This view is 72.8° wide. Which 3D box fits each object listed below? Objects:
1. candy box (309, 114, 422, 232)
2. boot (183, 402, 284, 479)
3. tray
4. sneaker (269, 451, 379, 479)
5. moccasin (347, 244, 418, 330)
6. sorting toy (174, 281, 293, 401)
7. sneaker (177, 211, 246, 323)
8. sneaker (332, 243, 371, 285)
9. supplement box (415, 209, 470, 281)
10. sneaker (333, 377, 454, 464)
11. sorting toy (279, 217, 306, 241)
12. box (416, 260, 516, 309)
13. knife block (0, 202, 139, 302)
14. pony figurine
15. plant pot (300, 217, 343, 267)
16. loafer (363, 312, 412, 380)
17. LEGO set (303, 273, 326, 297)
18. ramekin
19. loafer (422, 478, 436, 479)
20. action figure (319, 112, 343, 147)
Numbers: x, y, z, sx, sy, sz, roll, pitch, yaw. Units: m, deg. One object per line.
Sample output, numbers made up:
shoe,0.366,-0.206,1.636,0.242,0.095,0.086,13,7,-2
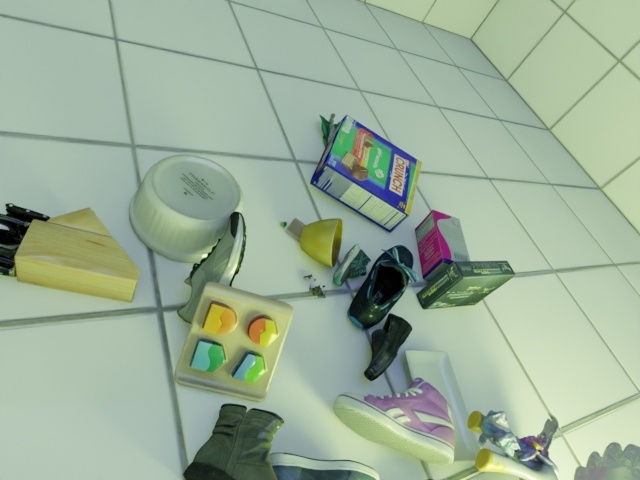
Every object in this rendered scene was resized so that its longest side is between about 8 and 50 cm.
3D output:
candy box,0.159,-0.221,1.428,0.317,0.122,0.268,30,51,-13
boot,-0.101,0.373,0.754,0.247,0.083,0.161,10,42,20
tray,0.292,0.402,1.069,0.145,0.030,0.270,9,50,-24
sneaker,0.005,0.482,0.775,0.226,0.086,0.163,12,39,-13
moccasin,0.198,0.115,1.196,0.138,0.117,0.342,36,43,0
sorting toy,-0.170,0.207,0.878,0.193,0.038,0.208,19,82,-16
sneaker,-0.229,0.058,0.945,0.108,0.100,0.271,17,74,-5
sneaker,0.094,0.077,1.209,0.076,0.065,0.166,40,45,-1
supplement box,0.391,0.024,1.398,0.111,0.114,0.220,18,47,-17
sneaker,0.166,0.367,0.965,0.282,0.102,0.161,27,47,-9
sorting toy,-0.075,-0.036,1.236,0.083,0.012,0.062,35,48,-5
box,0.426,0.131,1.276,0.233,0.183,0.059,1,53,-32
knife block,-0.528,0.043,0.837,0.275,0.088,0.242,47,45,12
pony figurine,0.466,0.528,0.932,0.363,0.303,0.351,34,75,-7
plant pot,0.000,0.000,1.184,0.095,0.134,0.134,9,43,13
loafer,0.156,0.260,1.081,0.078,0.076,0.223,38,38,10
LEGO set,-0.014,0.124,1.133,0.054,0.023,0.083,5,38,-31
ramekin,-0.312,-0.090,1.055,0.273,0.127,0.272,16,47,-18
loafer,0.186,0.545,0.870,0.170,0.062,0.061,-18,86,-37
action figure,0.059,-0.363,1.571,0.137,0.063,0.232,18,49,-22
